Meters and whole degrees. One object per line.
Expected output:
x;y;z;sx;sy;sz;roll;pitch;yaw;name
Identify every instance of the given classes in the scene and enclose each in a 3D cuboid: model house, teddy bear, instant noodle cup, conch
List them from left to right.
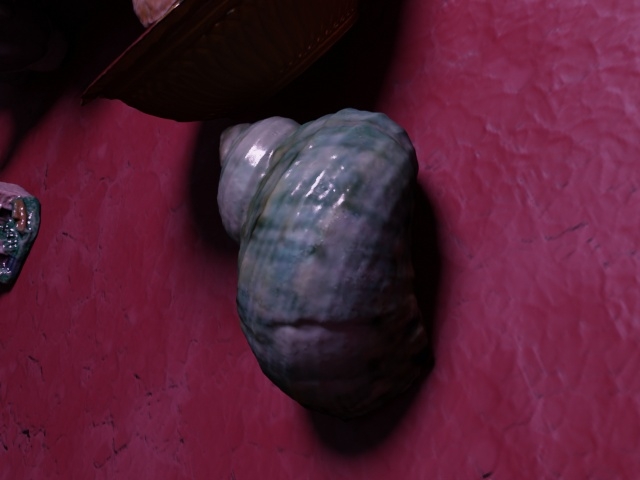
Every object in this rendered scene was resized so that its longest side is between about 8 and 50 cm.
-0.372;-0.019;0.996;0.088;0.100;0.101;33;98;48;model house
-0.368;-0.224;1.050;0.171;0.144;0.251;-59;33;16;teddy bear
-0.045;-0.161;0.670;0.274;0.091;0.274;-38;14;11;instant noodle cup
-0.002;0.002;0.580;0.176;0.122;0.188;118;149;-46;conch

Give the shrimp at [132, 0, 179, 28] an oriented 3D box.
-0.089;-0.268;0.780;0.317;0.077;0.168;0;72;61;shrimp
